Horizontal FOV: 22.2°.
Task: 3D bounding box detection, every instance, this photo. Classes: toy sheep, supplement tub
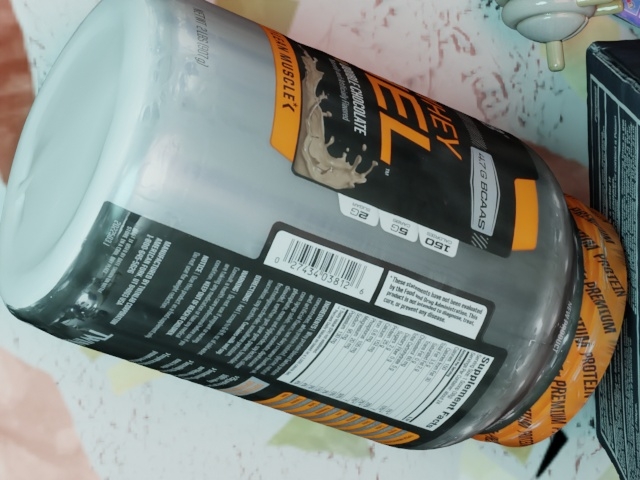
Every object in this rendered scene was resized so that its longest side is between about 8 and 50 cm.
[{"bbox_3d":[0.156,-0.179,1.095,0.091,0.091,0.132,3,79,-26],"label":"toy sheep"},{"bbox_3d":[0.000,0.000,0.959,0.338,0.207,0.207,21,83,-26],"label":"supplement tub"}]

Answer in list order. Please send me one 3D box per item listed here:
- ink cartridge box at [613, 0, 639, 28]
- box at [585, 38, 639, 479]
[{"bbox_3d":[0.374,-0.186,1.149,0.311,0.065,0.186,24,82,4],"label":"ink cartridge box"},{"bbox_3d":[0.275,0.035,1.001,0.182,0.294,0.296,-4,106,0],"label":"box"}]
